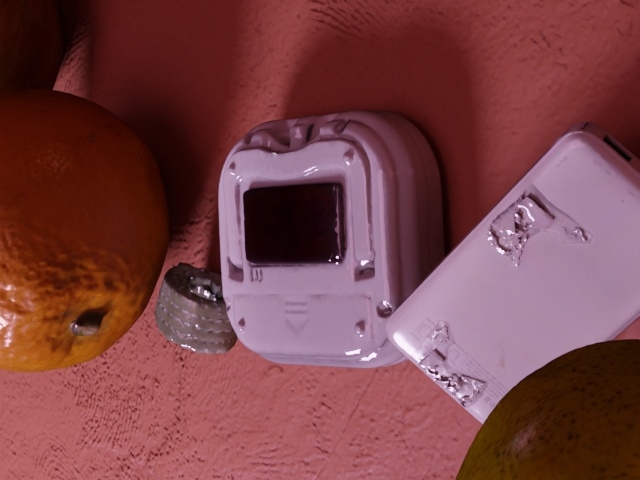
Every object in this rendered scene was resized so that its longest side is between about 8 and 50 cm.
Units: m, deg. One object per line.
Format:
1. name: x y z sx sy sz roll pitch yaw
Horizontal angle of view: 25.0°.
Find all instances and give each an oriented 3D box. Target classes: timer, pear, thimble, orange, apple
1. timer: 0.000 0.000 1.361 0.262 0.087 0.237 -2 92 46
2. pear: 0.223 0.210 1.001 0.294 0.294 0.294 7 99 48
3. thimble: -0.128 0.070 1.518 0.110 0.084 0.062 44 124 52
4. orange: -0.311 -0.010 1.549 0.312 0.312 0.312 7 99 48
5. apple: -0.452 -0.242 1.718 0.309 0.277 0.250 -26 59 22

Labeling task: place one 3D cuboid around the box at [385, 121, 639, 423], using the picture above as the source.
1. box: 0.175 0.037 1.166 0.142 0.044 0.285 43 129 2
